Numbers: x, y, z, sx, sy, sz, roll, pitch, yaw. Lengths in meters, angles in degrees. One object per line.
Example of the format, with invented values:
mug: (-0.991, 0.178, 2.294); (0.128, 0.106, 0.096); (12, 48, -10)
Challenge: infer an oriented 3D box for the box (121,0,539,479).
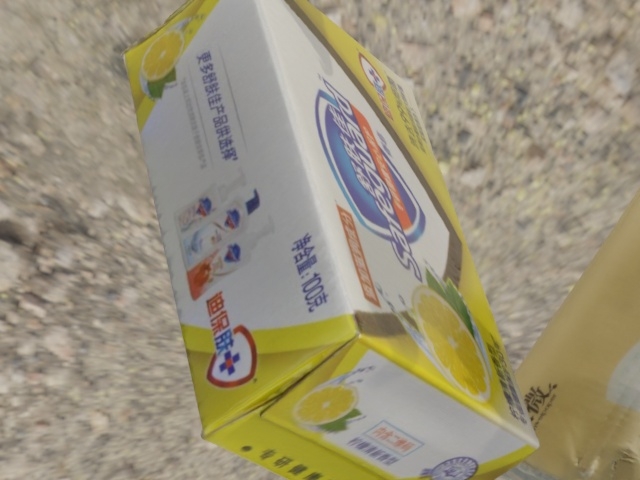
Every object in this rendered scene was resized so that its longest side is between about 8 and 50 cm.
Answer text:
box: (0.000, 0.000, 0.840); (0.097, 0.168, 0.265); (-34, 47, 21)

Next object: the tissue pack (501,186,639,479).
tissue pack: (0.217, 0.079, 0.948); (0.186, 0.090, 0.222); (23, 69, 48)
